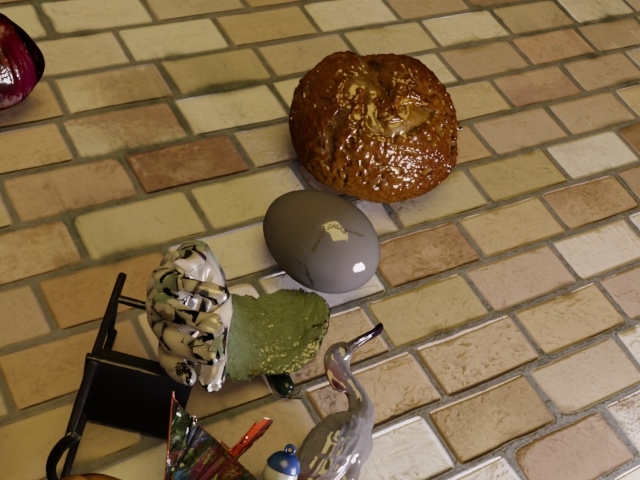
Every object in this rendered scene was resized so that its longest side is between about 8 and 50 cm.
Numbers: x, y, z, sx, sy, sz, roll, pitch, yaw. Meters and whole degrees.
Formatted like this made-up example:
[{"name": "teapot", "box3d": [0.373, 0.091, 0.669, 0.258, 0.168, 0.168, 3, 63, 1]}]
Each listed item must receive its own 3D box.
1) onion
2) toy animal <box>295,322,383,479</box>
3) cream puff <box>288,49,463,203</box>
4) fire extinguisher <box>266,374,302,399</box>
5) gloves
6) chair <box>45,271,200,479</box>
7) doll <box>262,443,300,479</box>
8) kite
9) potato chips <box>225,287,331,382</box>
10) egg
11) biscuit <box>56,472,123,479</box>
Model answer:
[{"name": "onion", "box3d": [-0.539, -0.300, 1.467, 0.195, 0.218, 0.140, 28, 49, 7]}, {"name": "toy animal", "box3d": [0.030, 0.269, 1.256, 0.195, 0.090, 0.324, -1, 61, -26]}, {"name": "cream puff", "box3d": [0.095, -0.208, 1.609, 0.303, 0.212, 0.303, 6, 52, -8]}, {"name": "fire extinguisher", "box3d": [-0.059, 0.193, 1.336, 0.038, 0.025, 0.083, -16, 58, -27]}, {"name": "gloves", "box3d": [-0.158, 0.095, 1.134, 0.111, 0.127, 0.212, 10, 35, 2]}, {"name": "chair", "box3d": [-0.236, 0.189, 1.194, 0.141, 0.154, 0.260, 14, 46, -6]}, {"name": "doll", "box3d": [-0.061, 0.314, 1.162, 0.099, 0.142, 0.057, 22, 6, 8]}, {"name": "kite", "box3d": [-0.132, 0.282, 1.165, 0.189, 0.232, 0.009, -43, 26, -3]}, {"name": "potato chips", "box3d": [-0.084, 0.120, 1.338, 0.228, 0.059, 0.167, -7, 47, -38]}, {"name": "egg", "box3d": [0.000, 0.000, 1.440, 0.199, 0.146, 0.146, 28, 46, 25]}, {"name": "biscuit", "box3d": [-0.179, 0.356, 0.966, 0.296, 0.102, 0.296, 31, 9, -5]}]
